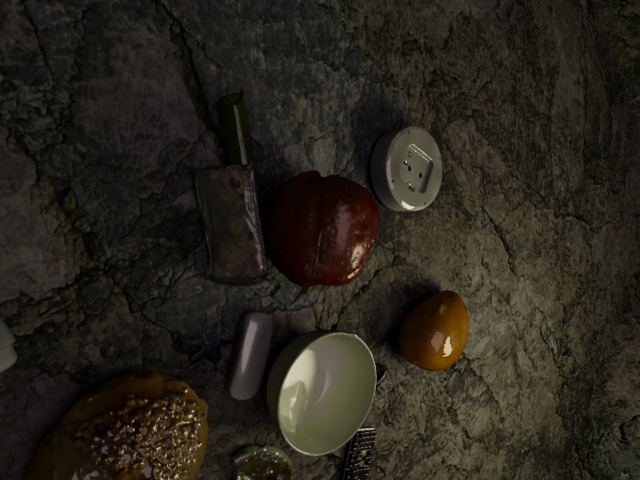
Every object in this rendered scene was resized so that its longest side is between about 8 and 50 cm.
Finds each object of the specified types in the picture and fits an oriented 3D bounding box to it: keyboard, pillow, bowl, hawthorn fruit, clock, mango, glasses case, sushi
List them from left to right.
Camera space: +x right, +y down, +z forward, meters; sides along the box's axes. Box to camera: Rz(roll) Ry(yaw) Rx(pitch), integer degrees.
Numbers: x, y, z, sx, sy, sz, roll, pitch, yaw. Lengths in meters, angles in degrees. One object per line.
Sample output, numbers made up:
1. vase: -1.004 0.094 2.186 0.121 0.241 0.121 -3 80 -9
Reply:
1. pillow: -0.174 -0.032 0.839 0.059 0.168 0.255 -24 109 -63
2. glasses case: -0.156 0.254 0.922 0.074 0.049 0.194 14 84 -36
3. bowl: -0.013 0.335 0.974 0.276 0.145 0.277 -2 93 -36
4. hawthorn fruit: 0.005 -0.023 0.904 0.258 0.258 0.262 -1 66 -36
5. keyboard: 0.087 0.677 1.146 0.106 0.027 0.317 15 86 -36
6. sushi: 0.154 0.376 1.157 0.083 0.046 0.044 -43 116 -25
7. clock: 0.239 -0.195 1.154 0.230 0.083 0.231 -4 97 -34
8. mango: 0.347 0.264 1.228 0.290 0.159 0.191 -40 109 -37

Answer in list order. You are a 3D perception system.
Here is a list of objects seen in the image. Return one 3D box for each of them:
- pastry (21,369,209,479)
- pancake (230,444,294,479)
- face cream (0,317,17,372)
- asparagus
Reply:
1. pastry: -0.332 0.389 0.723 0.315 0.184 0.285 -44 118 -25
2. pancake: -0.160 0.594 0.955 0.253 0.037 0.254 -3 94 -35
3. face cream: -0.522 0.159 0.611 0.117 0.117 0.104 -24 98 -32
4. asparagus: -0.167 -0.173 0.875 0.067 0.060 0.278 -15 102 -24
